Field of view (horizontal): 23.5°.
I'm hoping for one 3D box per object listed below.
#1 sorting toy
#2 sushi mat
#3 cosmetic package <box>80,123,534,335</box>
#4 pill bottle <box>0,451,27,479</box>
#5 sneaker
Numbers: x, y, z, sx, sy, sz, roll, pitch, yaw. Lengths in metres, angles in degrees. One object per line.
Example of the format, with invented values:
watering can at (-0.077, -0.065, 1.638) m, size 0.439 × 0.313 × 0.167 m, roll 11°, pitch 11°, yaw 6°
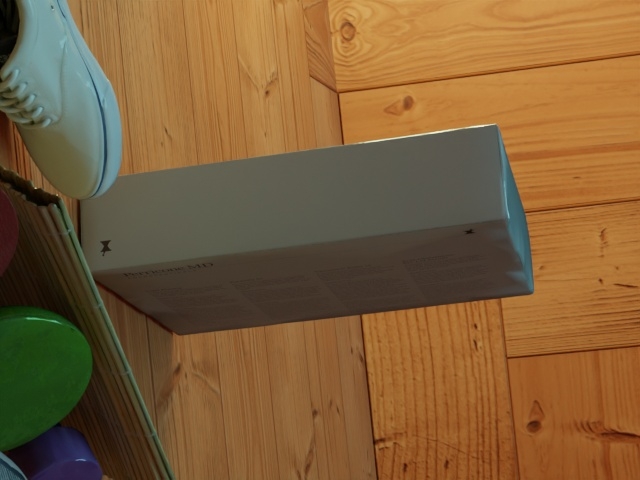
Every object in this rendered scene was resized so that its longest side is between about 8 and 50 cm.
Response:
sorting toy at (-0.237, 0.045, 1.012) m, size 0.126 × 0.127 × 0.366 m, roll 55°, pitch -13°, yaw 37°
sushi mat at (-0.190, 0.066, 1.083) m, size 0.019 × 0.151 × 0.317 m, roll -44°, pitch 138°, yaw -29°
cosmetic package at (0.000, 0.000, 1.444) m, size 0.284 × 0.377 × 0.098 m, roll 48°, pitch 36°, yaw -73°
pill bottle at (-0.226, 0.160, 0.894) m, size 0.180 × 0.108 × 0.108 m, roll 63°, pitch 23°, yaw -60°
sneaker at (-0.227, -0.133, 1.160) m, size 0.091 × 0.094 × 0.258 m, roll -54°, pitch 135°, yaw -47°
